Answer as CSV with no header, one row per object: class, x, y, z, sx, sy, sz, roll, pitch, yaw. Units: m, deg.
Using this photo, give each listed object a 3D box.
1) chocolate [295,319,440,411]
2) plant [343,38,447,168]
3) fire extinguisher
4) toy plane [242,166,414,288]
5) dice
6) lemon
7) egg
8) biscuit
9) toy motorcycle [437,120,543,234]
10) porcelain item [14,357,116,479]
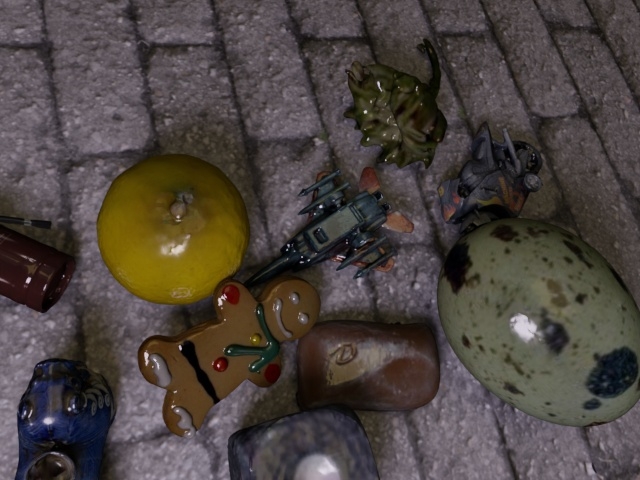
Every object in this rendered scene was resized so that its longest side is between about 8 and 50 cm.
chocolate,0.090,0.203,0.956,0.262,0.083,0.161,0,69,-16
plant,0.214,-0.298,1.161,0.333,0.180,0.251,-36,91,-29
fire extinguisher,-0.545,-0.017,0.860,0.341,0.105,0.141,26,68,-4
toy plane,0.002,-0.003,1.006,0.326,0.104,0.223,-30,79,-24
dice,-0.028,0.340,0.810,0.182,0.183,0.181,-7,68,-19
lemon,-0.224,-0.023,0.890,0.241,0.219,0.240,5,71,-15
egg,0.363,0.135,0.943,0.288,0.287,0.379,-40,79,-26
biscuit,-0.123,0.157,0.881,0.302,0.049,0.196,-31,119,-23
toy motorcycle,0.332,-0.106,1.142,0.173,0.108,0.307,29,61,4
porcelain item,-0.338,0.296,0.743,0.138,0.186,0.287,5,68,-15
